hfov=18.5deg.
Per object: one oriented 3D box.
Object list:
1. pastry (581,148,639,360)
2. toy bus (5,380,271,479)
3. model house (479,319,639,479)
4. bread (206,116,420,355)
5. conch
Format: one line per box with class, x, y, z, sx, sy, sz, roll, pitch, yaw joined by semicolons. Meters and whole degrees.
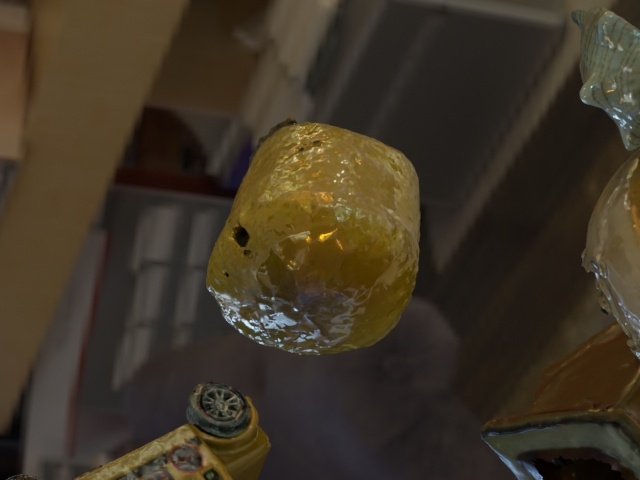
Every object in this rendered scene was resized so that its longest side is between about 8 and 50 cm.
pastry;0.374;0.014;1.817;0.133;0.265;0.265;93;171;-53
toy bus;-0.172;0.243;1.616;0.123;0.335;0.121;45;138;25
model house;0.350;0.208;2.081;0.173;0.268;0.239;-36;8;45
bread;-0.001;-0.001;1.786;0.197;0.197;0.170;121;164;-47
conch;0.284;-0.148;1.776;0.234;0.137;0.114;28;86;33
